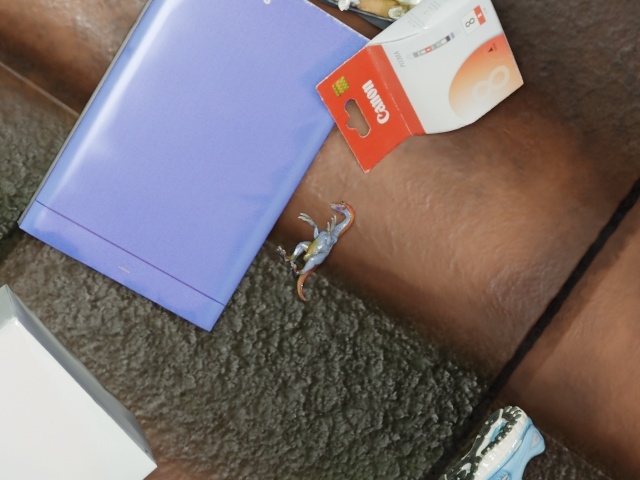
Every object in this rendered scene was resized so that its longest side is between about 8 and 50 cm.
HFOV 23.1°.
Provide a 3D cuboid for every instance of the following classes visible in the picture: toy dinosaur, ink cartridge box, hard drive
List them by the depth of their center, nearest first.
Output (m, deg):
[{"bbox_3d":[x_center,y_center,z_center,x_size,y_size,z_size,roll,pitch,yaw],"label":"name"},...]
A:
[{"bbox_3d":[-0.113,-0.101,1.478,0.210,0.040,0.319,30,92,-18],"label":"hard drive"},{"bbox_3d":[0.098,-0.150,1.485,0.179,0.045,0.145,-40,140,-6],"label":"ink cartridge box"},{"bbox_3d":[0.000,0.000,1.539,0.082,0.047,0.090,-29,140,-16],"label":"toy dinosaur"}]

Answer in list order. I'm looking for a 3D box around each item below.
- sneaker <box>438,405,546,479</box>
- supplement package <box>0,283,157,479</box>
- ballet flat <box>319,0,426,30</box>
[{"bbox_3d":[0.175,0.253,1.611,0.073,0.063,0.162,40,89,-21],"label":"sneaker"},{"bbox_3d":[-0.295,0.186,1.431,0.203,0.149,0.194,-41,108,-4],"label":"supplement package"},{"bbox_3d":[0.065,-0.234,1.482,0.203,0.074,0.074,15,97,-17],"label":"ballet flat"}]
